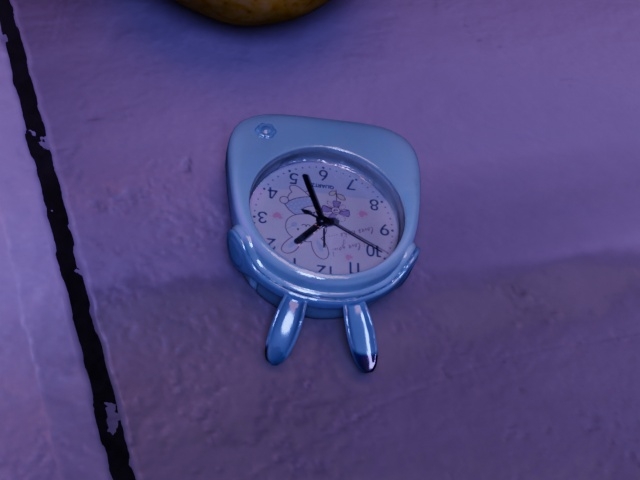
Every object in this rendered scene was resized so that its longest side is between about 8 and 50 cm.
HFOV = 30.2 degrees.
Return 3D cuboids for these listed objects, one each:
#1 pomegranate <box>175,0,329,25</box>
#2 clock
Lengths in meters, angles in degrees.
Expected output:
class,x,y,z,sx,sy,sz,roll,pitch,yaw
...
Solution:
class,x,y,z,sx,sy,sz,roll,pitch,yaw
pomegranate,-0.051,-0.223,0.706,0.196,0.196,0.196,6,53,-8
clock,0.000,-0.001,0.637,0.108,0.045,0.147,6,54,-8
